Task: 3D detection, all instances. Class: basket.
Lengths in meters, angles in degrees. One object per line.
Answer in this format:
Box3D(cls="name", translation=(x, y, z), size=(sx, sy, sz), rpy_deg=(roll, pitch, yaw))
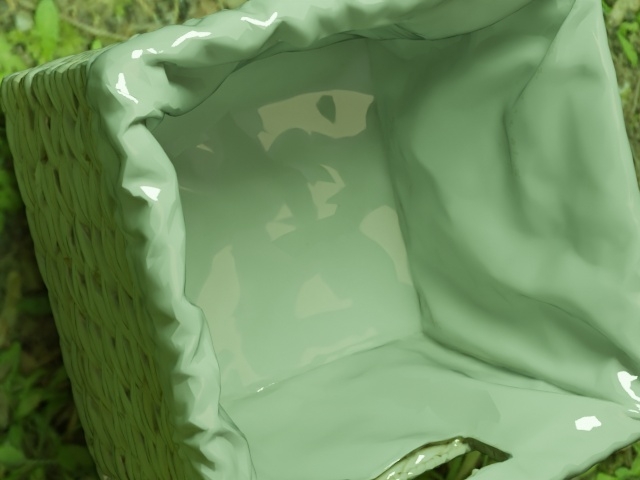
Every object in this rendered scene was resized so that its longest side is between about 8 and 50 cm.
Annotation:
Box3D(cls="basket", translation=(0.000, 0.000, 0.913), size=(0.328, 0.266, 0.331), rpy_deg=(-20, 105, -27))
